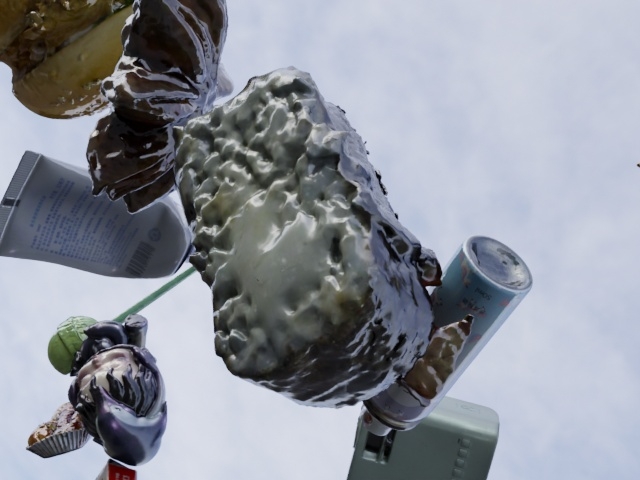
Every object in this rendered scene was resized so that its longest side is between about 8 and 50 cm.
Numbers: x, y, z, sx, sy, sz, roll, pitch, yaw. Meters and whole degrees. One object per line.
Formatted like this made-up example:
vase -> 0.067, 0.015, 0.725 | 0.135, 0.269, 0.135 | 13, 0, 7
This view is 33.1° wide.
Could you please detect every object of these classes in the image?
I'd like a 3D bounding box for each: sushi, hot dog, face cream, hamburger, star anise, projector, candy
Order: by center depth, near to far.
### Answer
sushi -> 0.000, 0.000, 0.954 | 0.196, 0.182, 0.343 | -41, -128, 26
face cream -> 0.106, 0.100, 1.006 | 0.075, 0.075, 0.229 | 37, -56, 8
star anise -> -0.167, -0.176, 1.196 | 0.108, 0.315, 0.315 | 15, -45, 8
projector -> 0.137, 0.351, 1.596 | 0.198, 0.108, 0.250 | 14, -78, 3
hot dog -> -0.380, 0.279, 1.648 | 0.108, 0.191, 0.059 | -17, -81, 6
candy -> -0.275, 0.098, 1.681 | 0.093, 0.335, 0.092 | 62, -13, -25
hamburger -> -0.318, -0.385, 1.694 | 0.268, 0.445, 0.287 | 54, -19, -6
face cream -> -0.421, -0.025, 2.098 | 0.234, 0.420, 0.137 | -59, -140, 21

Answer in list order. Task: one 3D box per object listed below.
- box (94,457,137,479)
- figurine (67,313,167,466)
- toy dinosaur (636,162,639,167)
box -> -0.292, 0.422, 1.460 | 0.050, 0.229, 0.123 | 20, -55, -25
figurine -> -0.287, 0.222, 1.536 | 0.145, 0.222, 0.145 | -7, -53, -9
toy dinosaur -> 0.446, -0.082, 1.436 | 0.026, 0.041, 0.113 | -23, -74, 4
